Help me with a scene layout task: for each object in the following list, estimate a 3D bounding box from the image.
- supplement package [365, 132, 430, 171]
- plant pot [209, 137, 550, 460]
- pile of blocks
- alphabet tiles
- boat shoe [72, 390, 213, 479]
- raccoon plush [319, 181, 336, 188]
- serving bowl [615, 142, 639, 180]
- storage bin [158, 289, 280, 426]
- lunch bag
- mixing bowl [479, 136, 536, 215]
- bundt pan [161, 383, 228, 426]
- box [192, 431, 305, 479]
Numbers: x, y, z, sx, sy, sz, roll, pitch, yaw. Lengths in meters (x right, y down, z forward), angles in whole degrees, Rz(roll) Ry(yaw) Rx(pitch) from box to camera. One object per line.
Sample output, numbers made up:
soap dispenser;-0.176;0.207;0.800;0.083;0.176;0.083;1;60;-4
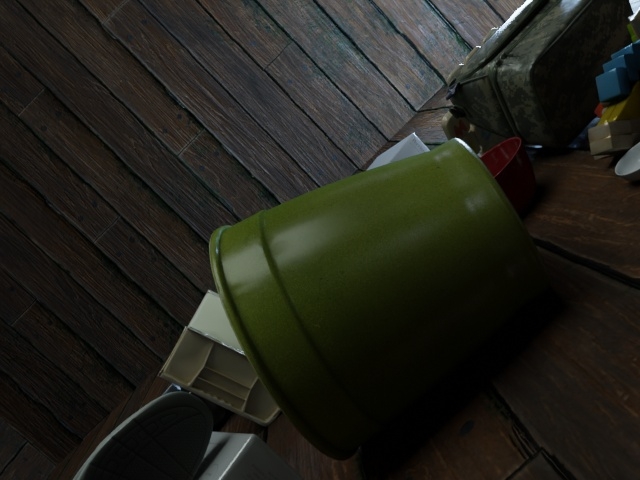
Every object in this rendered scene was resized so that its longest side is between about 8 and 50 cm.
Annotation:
supplement package;0.166;-0.087;1.589;0.293;0.177;0.175;-51;10;-29
plant pot;0.100;0.050;0.890;0.353;0.366;0.366;-31;11;10
pile of blocks;0.494;-0.268;1.029;0.362;0.149;0.112;-49;10;-19
alphabet tiles;0.383;-0.309;1.435;0.284;0.278;0.021;-47;42;-10
boat shoe;-0.261;0.321;0.807;0.320;0.118;0.103;-54;15;-13
raccoon plush;0.000;0.000;1.929;0.446;0.216;0.299;-46;1;-8
serving bowl;0.452;-0.110;0.897;0.083;0.027;0.083;-44;9;9
storage bin;-0.180;0.248;1.411;0.123;0.260;0.262;-61;6;10
lunch bag;0.424;-0.342;1.272;0.305;0.212;0.256;-47;30;-11
mixing bowl;0.318;-0.089;1.171;0.181;0.098;0.181;-44;8;8
bundt pan;-0.297;0.394;1.678;0.331;0.124;0.331;-44;8;8
box;-0.167;0.428;0.806;0.345;0.168;0.215;-49;10;-28
